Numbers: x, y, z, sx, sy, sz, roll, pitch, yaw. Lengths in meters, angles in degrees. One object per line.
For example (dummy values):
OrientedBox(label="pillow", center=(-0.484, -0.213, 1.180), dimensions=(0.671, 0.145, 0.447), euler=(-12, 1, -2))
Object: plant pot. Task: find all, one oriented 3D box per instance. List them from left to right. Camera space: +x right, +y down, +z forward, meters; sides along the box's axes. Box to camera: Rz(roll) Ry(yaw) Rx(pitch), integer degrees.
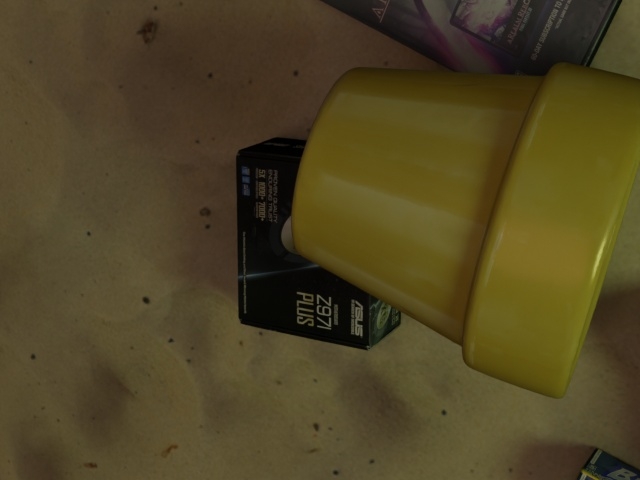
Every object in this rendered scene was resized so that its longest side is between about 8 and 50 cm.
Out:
OrientedBox(label="plant pot", center=(0.117, -0.030, 0.904), dimensions=(0.239, 0.254, 0.254), euler=(17, 113, 16))

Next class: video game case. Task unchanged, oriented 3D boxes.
OrientedBox(label="video game case", center=(0.129, -0.249, 0.984), dimensions=(0.274, 0.026, 0.196), euler=(31, 117, 17))

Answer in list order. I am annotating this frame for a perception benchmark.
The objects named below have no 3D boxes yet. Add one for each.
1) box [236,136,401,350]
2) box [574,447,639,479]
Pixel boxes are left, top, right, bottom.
OrientedBox(label="box", center=(0.000, 0.000, 1.099), dimensions=(0.147, 0.077, 0.180), euler=(10, 109, 26))
OrientedBox(label="box", center=(0.306, 0.256, 1.016), dimensions=(0.169, 0.059, 0.054), euler=(26, 114, 20))
